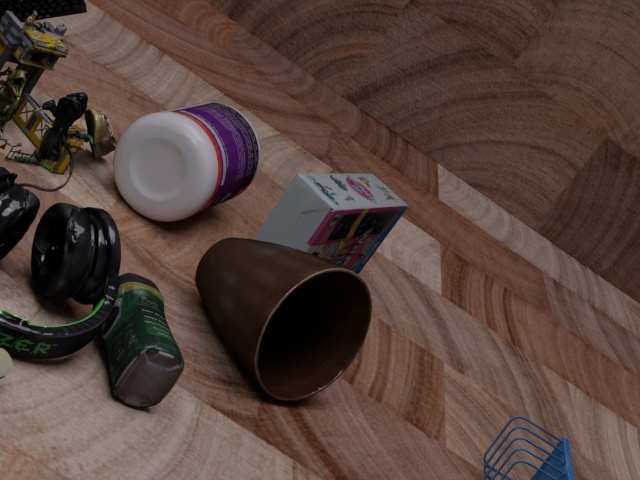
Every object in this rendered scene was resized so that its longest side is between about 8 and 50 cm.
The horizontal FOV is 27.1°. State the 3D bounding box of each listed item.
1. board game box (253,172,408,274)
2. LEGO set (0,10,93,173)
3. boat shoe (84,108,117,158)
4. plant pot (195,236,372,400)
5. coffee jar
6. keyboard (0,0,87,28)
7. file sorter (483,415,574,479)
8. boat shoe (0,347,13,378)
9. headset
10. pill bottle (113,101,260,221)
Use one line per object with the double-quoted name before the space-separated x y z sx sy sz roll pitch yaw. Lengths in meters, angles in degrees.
"board game box" 0.000 0.000 2.269 0.097 0.224 0.303 41 19 17
"LEGO set" -0.487 -0.254 2.053 0.331 0.192 0.255 15 28 -48
"boat shoe" -0.361 -0.181 2.211 0.153 0.048 0.056 107 -34 -68
"plant pot" -0.078 0.090 1.989 0.215 0.215 0.230 16 13 -47
"coffee jar" -0.239 0.126 1.735 0.079 0.096 0.184 24 23 -32
"keyboard" -0.539 -0.359 2.161 0.201 0.317 0.033 98 -17 -76
"file sorter" 0.327 0.374 2.123 0.104 0.118 0.170 32 19 -4
"boat shoe" -0.402 0.148 1.482 0.133 0.042 0.049 -3 68 -61
"headset" -0.363 -0.027 1.721 0.243 0.185 0.394 24 35 -20
"pill bottle" -0.215 -0.143 2.294 0.181 0.181 0.323 39 19 7
